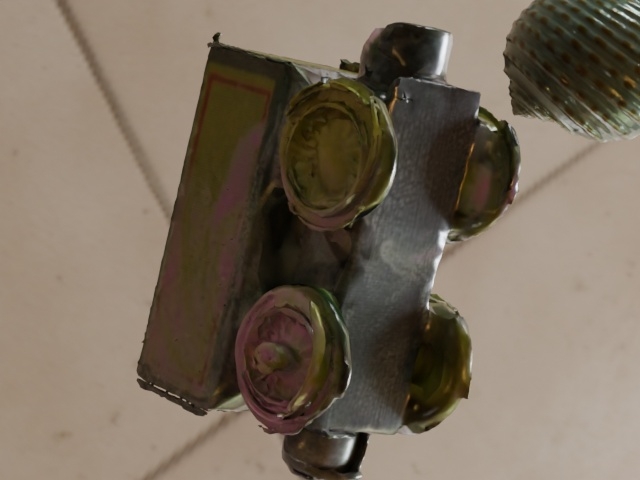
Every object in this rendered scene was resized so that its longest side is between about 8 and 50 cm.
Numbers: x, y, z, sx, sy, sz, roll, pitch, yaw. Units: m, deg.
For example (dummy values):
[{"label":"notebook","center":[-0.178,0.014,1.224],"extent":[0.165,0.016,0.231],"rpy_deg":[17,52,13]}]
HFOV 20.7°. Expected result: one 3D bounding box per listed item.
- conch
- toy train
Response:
[{"label":"conch","center":[0.118,-0.077,0.749],"extent":[0.076,0.085,0.057],"rpy_deg":[50,35,10]},{"label":"toy train","center":[0.000,0.000,0.985],"extent":[0.134,0.177,0.260],"rpy_deg":[6,101,-46]}]
